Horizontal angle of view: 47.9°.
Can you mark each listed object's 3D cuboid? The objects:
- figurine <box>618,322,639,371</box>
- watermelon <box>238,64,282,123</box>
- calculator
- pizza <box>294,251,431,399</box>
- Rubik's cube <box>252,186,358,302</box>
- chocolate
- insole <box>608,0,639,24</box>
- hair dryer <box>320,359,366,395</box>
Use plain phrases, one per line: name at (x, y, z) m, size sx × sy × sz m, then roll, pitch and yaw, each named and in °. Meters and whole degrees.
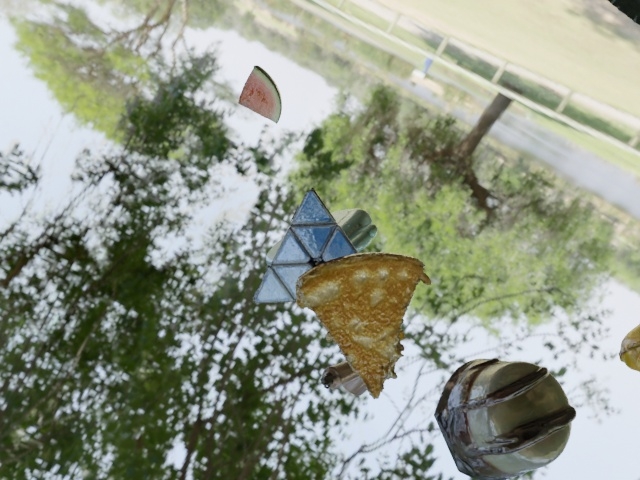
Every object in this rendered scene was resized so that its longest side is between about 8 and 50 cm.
figurine at (0.667, 0.194, 1.309) m, size 0.246 × 0.131 × 0.156 m, roll -5°, pitch -118°, yaw -7°
watermelon at (-0.140, -0.328, 1.580) m, size 0.135 × 0.094 × 0.125 m, roll 74°, pitch 175°, yaw -50°
calculator at (0.000, 0.000, 1.395) m, size 0.295 × 0.184 × 0.042 m, roll -7°, pitch 120°, yaw 53°
pizza at (0.063, 0.117, 0.991) m, size 0.188 × 0.199 × 0.062 m, roll -6°, pitch 171°, yaw 3°
Rubik's cube at (0.029, 0.025, 1.134) m, size 0.178 × 0.190 × 0.211 m, roll 30°, pitch -128°, yaw 17°
chocolate at (0.414, 0.383, 1.568) m, size 0.283 × 0.284 × 0.186 m, roll 30°, pitch 160°, yaw -5°
insole at (0.478, -0.500, 1.292) m, size 0.348 × 0.009 × 0.119 m, roll 41°, pitch 175°, yaw 4°
hair dryer at (0.054, 0.207, 1.164) m, size 0.064 × 0.117 × 0.181 m, roll 48°, pitch -156°, yaw 18°
